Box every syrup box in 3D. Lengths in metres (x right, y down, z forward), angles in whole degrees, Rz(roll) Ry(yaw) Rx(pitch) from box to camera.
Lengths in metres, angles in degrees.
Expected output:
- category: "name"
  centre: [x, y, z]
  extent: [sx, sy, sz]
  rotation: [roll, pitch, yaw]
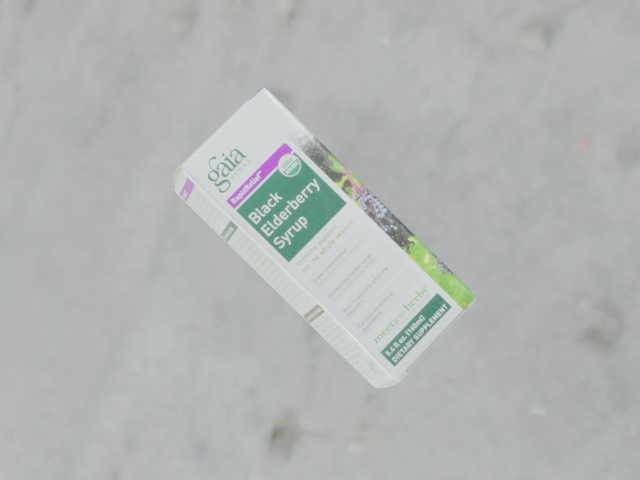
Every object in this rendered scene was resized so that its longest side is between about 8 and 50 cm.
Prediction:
- category: "syrup box"
  centre: [0.000, 0.000, 1.548]
  extent: [0.093, 0.237, 0.096]
  rotation: [-45, 1, -12]
